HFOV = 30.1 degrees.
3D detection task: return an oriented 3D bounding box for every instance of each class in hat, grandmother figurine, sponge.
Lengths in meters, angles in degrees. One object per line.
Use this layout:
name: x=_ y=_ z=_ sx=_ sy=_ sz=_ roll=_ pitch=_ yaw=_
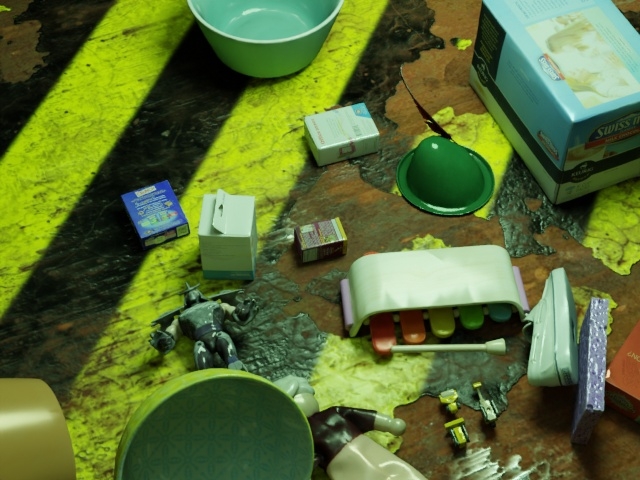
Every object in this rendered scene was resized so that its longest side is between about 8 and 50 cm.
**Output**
hat: x=0.219 y=-0.170 z=2.131 sx=0.208 sy=0.184 sz=0.173 roll=13 pitch=54 yaw=9
grandmother figurine: x=0.035 y=0.328 z=1.807 sx=0.207 sy=0.104 sz=0.342 roll=-25 pitch=52 yaw=-37
sponge: x=0.427 y=0.206 z=1.886 sx=0.031 sy=0.117 sz=0.210 roll=10 pitch=53 yaw=5

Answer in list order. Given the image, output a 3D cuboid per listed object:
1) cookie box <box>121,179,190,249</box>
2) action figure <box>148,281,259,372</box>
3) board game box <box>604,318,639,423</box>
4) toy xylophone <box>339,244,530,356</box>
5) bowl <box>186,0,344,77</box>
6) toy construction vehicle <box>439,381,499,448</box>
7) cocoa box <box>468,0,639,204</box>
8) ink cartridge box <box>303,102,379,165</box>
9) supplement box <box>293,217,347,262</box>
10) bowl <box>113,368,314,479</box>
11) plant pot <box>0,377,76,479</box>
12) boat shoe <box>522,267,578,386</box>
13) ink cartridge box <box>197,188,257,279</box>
cookie box: x=-0.293 y=-0.046 z=2.120 sx=0.091 sy=0.040 sz=0.107 roll=-20 pitch=55 yaw=-15
action figure: x=-0.174 y=0.168 z=1.921 sx=0.185 sy=0.099 sz=0.285 roll=-27 pitch=51 yaw=0
board game box: x=0.626 y=0.190 z=1.934 sx=0.242 sy=0.064 sz=0.316 roll=29 pitch=57 yaw=20
toy xylophone: x=0.192 y=0.107 z=1.982 sx=0.322 sy=0.081 sz=0.236 roll=2 pitch=52 yaw=1
bowl: x=-0.105 y=-0.441 z=2.349 sx=0.311 sy=0.163 sz=0.312 roll=0 pitch=53 yaw=0
toy construction vehicle: x=0.235 y=0.277 z=1.887 sx=0.085 sy=0.035 sz=0.098 roll=-21 pitch=52 yaw=-3
cocoa box: x=0.458 y=-0.288 z=2.197 sx=0.231 sy=0.228 sz=0.347 roll=-18 pitch=55 yaw=-14
ink cartridge box: x=0.038 y=-0.199 z=2.235 sx=0.122 sy=0.052 sz=0.089 roll=-14 pitch=53 yaw=-13
supplement box: x=0.000 y=0.000 z=2.086 sx=0.083 sy=0.043 sz=0.055 roll=-12 pitch=54 yaw=-11
bowl: x=-0.169 y=0.304 z=1.726 sx=0.289 sy=0.290 sz=0.156 roll=-20 pitch=20 yaw=-15
plant pot: x=-0.479 y=0.317 z=1.708 sx=0.203 sy=0.291 sz=0.291 roll=-12 pitch=52 yaw=-30
boat shoe: x=0.371 y=0.137 z=1.944 sx=0.084 sy=0.095 sz=0.258 roll=-11 pitch=30 yaw=18
ink cartridge box: x=-0.156 y=-0.011 z=2.030 sx=0.089 sy=0.143 sz=0.092 roll=2 pitch=53 yaw=1
